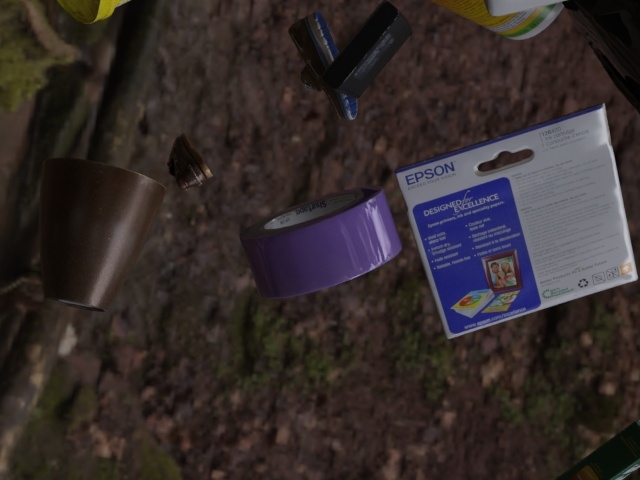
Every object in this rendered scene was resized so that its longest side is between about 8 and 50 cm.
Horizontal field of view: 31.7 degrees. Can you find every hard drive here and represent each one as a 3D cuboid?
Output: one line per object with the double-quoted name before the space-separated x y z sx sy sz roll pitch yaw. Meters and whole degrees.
"hard drive" 0.048 -0.183 1.099 0.094 0.022 0.135 -50 174 9

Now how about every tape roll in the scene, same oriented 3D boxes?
"tape roll" 0.000 0.000 1.393 0.189 0.189 0.080 -57 130 -73

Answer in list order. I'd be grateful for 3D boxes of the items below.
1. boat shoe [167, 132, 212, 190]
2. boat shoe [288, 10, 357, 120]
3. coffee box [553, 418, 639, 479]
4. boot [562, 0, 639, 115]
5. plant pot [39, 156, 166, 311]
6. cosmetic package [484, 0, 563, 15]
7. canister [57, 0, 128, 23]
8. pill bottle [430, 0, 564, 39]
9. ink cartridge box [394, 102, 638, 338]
"boat shoe" -0.268 -0.154 2.212 0.073 0.073 0.207 56 0 -22
"boat shoe" 0.003 -0.276 1.835 0.183 0.066 0.066 69 23 -3
"coffee box" 0.322 0.271 1.309 0.184 0.040 0.113 -43 157 20
"boot" 0.417 -0.079 1.178 0.367 0.146 0.445 58 6 -38
"plant pot" -0.396 -0.001 1.938 0.215 0.215 0.231 67 33 -77
"cosmetic package" 0.141 -0.402 0.722 0.453 0.161 0.230 72 6 -48
"canister" -0.178 -0.301 1.114 0.170 0.073 0.126 -38 162 -38
"pill bottle" 0.166 -0.338 1.314 0.136 0.245 0.136 -31 -129 47
"ink cartridge box" 0.285 -0.031 1.633 0.072 0.303 0.307 -99 171 -61
